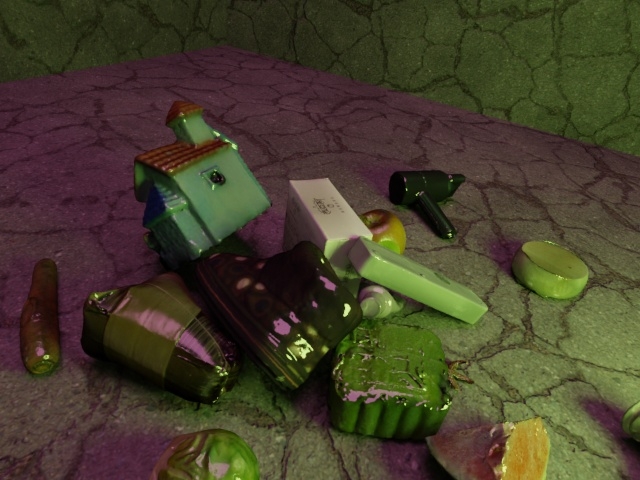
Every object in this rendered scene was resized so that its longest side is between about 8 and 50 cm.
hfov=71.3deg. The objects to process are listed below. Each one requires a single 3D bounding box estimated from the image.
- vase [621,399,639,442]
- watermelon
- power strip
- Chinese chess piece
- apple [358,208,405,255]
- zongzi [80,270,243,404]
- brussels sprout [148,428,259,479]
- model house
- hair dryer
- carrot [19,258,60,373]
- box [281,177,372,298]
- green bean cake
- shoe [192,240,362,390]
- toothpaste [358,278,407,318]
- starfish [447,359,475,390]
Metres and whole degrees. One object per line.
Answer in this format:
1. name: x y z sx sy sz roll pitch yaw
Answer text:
1. vase: 0.620 0.396 0.680 0.174 0.173 0.321 4 31 -6
2. watermelon: 0.270 0.352 0.731 0.146 0.128 0.231 -11 -19 43
3. power strip: 0.229 0.098 0.988 0.386 0.062 0.091 25 19 -27
4. Chinese chess piece: 0.621 0.078 1.213 0.189 0.083 0.188 8 32 -5
5. apple: 0.142 -0.004 1.170 0.163 0.147 0.146 -5 35 -15
6. zongzi: -0.252 0.159 0.879 0.290 0.154 0.317 26 22 7
7. brussels sprout: -0.162 0.338 0.637 0.155 0.117 0.155 11 40 -10
8. model house: -0.320 -0.141 1.048 0.252 0.329 0.295 -16 18 41
9. hair dryer: 0.390 -0.114 1.443 0.245 0.116 0.302 -6 48 -19
10. carrot: -0.568 0.130 0.905 0.070 0.070 0.342 -10 37 -25
11. box: 0.003 0.000 1.087 0.116 0.203 0.274 -6 36 -21
12. green bean cake: 0.121 0.253 0.823 0.215 0.113 0.200 8 35 2
13. shoe: -0.088 0.095 0.875 0.237 0.171 0.384 -40 38 -14
14. toothpaste: 0.127 0.121 0.966 0.099 0.069 0.282 62 13 6
15. starfish: 0.268 0.269 0.904 0.091 0.028 0.078 21 42 13
